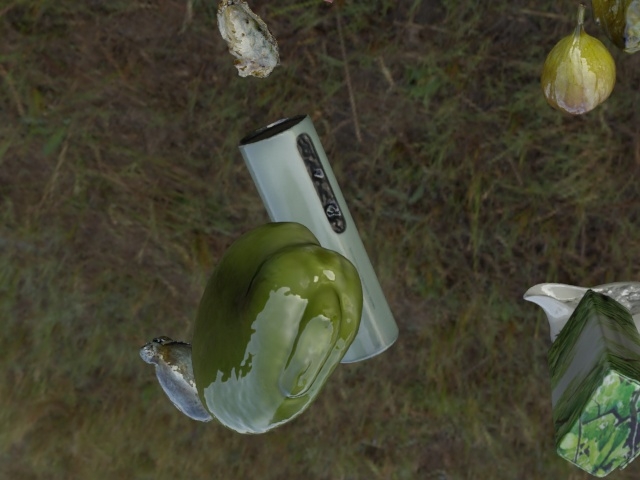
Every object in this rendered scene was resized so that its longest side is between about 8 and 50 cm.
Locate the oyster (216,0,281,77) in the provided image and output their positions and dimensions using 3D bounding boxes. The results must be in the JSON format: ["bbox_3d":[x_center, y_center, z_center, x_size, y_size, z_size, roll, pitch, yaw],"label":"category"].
[{"bbox_3d":[-0.101,-0.297,1.313,0.086,0.029,0.132,-4,107,14],"label":"oyster"}]

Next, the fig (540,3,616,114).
[{"bbox_3d":[0.539,-0.383,1.921,0.159,0.159,0.257,8,139,17],"label":"fig"}]

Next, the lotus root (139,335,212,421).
[{"bbox_3d":[-0.201,0.205,1.383,0.165,0.088,0.088,51,139,-13],"label":"lotus root"}]

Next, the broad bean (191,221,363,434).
[{"bbox_3d":[-0.057,0.093,1.027,0.119,0.238,0.291,11,152,-28],"label":"broad bean"}]

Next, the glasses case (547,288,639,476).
[{"bbox_3d":[0.275,0.131,0.903,0.062,0.272,0.095,29,107,5],"label":"glasses case"}]

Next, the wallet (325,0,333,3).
[{"bbox_3d":[-0.067,-0.455,1.454,0.205,0.142,0.045,12,153,-6],"label":"wallet"}]

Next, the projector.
[{"bbox_3d":[0.000,0.000,1.255,0.108,0.108,0.337,-11,108,39],"label":"projector"}]

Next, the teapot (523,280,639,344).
[{"bbox_3d":[0.478,0.122,1.418,0.300,0.208,0.165,-16,94,34],"label":"teapot"}]

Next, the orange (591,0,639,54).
[{"bbox_3d":[0.662,-0.554,1.848,0.211,0.270,0.368,-4,143,6],"label":"orange"}]
